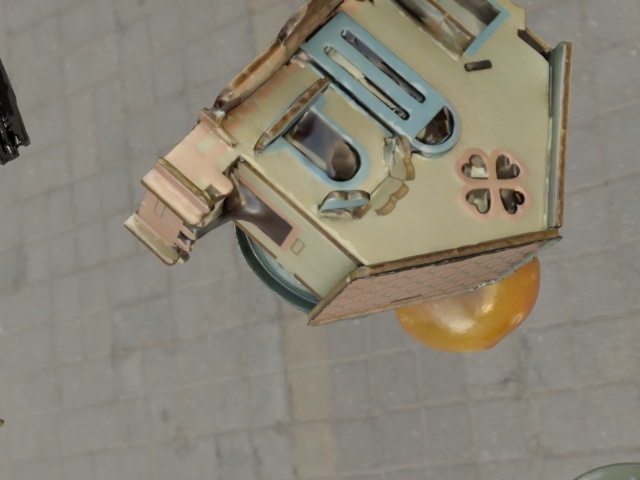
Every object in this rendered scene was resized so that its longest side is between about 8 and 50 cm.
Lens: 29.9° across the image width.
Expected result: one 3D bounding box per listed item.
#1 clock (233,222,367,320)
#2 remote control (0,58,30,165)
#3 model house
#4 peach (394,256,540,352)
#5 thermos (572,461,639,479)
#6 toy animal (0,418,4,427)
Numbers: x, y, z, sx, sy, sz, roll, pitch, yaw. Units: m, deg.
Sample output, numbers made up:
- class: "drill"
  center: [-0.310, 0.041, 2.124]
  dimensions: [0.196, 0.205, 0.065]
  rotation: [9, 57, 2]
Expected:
- class: "clock"
  center: [0.000, 0.000, 1.420]
  dimensions: [0.214, 0.042, 0.215]
  rotation: [15, 132, 18]
- class: "remote control"
  center: [-0.411, -0.158, 1.079]
  dimensions: [0.398, 0.062, 0.145]
  rotation: [19, 135, 37]
- class: "model house"
  center: [0.057, -0.059, 0.867]
  dimensions: [0.244, 0.326, 0.169]
  rotation: [43, 152, 0]
- class: "peach"
  center: [0.122, 0.033, 1.068]
  dimensions: [0.138, 0.138, 0.138]
  rotation: [-3, 86, 42]
- class: "thermos"
  center: [0.340, 0.363, 1.193]
  dimensions: [0.176, 0.265, 0.146]
  rotation: [-21, 27, 6]
- class: "toy animal"
  center: [-0.269, 0.065, 0.669]
  dimensions: [0.188, 0.089, 0.179]
  rotation: [-51, 60, 7]
